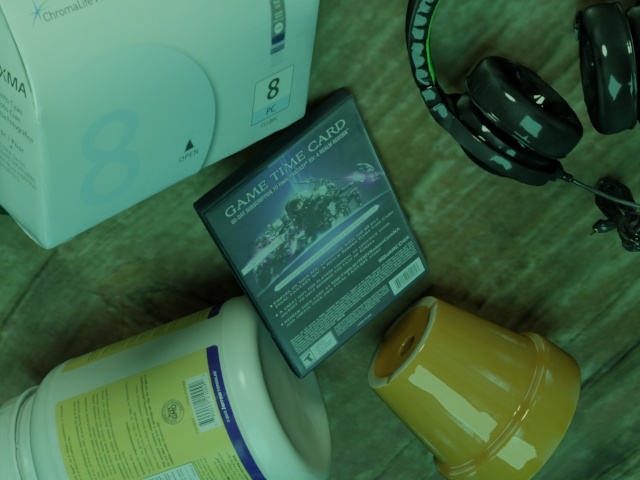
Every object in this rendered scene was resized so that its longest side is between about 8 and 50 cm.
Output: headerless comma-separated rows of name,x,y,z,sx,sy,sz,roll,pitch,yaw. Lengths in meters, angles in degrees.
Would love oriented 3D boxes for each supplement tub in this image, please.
supplement tub,-0.178,0.222,1.456,0.331,0.241,0.241,-21,132,14

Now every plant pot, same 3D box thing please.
plant pot,0.165,0.169,1.488,0.188,0.205,0.205,35,123,-14

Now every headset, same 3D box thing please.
headset,0.239,-0.151,1.248,0.243,0.185,0.394,-26,116,13

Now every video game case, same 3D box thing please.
video game case,0.000,0.000,1.346,0.196,0.026,0.274,-39,132,-13

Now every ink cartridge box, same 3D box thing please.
ink cartridge box,-0.126,-0.212,1.036,0.308,0.091,0.385,-30,146,-34

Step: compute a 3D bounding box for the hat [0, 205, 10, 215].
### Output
hat,-0.350,-0.135,1.249,0.173,0.184,0.208,14,172,-10
